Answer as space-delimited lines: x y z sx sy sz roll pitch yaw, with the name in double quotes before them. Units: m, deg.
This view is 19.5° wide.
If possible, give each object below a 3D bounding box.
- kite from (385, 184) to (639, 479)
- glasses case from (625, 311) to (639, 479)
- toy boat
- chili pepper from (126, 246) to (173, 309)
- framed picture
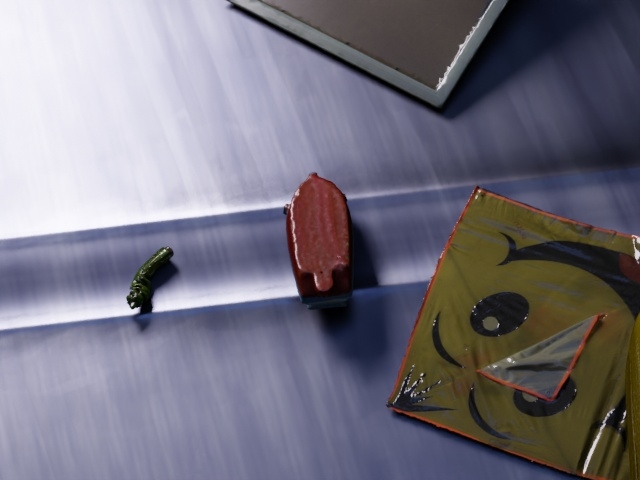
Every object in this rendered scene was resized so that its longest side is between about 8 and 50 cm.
"kite" 0.212 0.099 1.831 0.327 0.013 0.377 -24 61 -10
"glasses case" 0.367 0.200 1.645 0.173 0.141 0.371 3 50 1
"toy boat" 0.000 0.000 1.878 0.069 0.059 0.173 -6 52 -1
"chili pepper" -0.177 0.039 1.886 0.027 0.022 0.083 19 58 16
"framed picture" 0.069 -0.298 2.046 0.293 0.018 0.231 30 81 19
